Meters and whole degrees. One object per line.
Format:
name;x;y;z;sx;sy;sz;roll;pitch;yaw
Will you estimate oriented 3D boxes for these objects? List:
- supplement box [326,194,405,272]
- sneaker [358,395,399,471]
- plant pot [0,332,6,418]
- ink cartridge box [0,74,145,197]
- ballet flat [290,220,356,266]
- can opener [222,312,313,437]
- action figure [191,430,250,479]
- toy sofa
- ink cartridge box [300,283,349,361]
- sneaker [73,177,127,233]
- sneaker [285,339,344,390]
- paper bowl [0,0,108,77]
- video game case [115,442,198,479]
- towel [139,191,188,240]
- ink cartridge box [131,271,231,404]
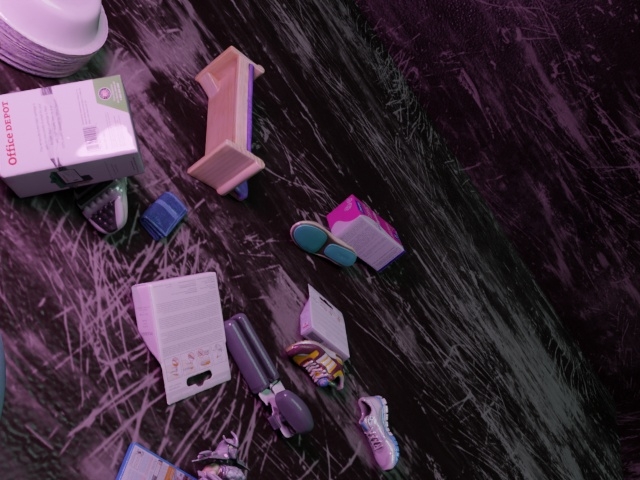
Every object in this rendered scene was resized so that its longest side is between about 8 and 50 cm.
supplement box;0.135;-0.019;1.805;0.220;0.114;0.111;34;25;-35
sneaker;0.131;0.472;1.479;0.083;0.071;0.190;20;41;-39
plant pot;-0.503;0.161;0.654;0.247;0.248;0.252;-44;120;-58
ink cartridge box;-0.434;-0.180;1.041;0.220;0.092;0.160;-13;72;-12
ballet flat;0.000;0.000;1.661;0.248;0.086;0.086;34;40;-39
can opener;-0.104;0.277;1.257;0.283;0.095;0.076;61;31;0
action figure;-0.156;0.470;1.020;0.185;0.099;0.284;40;41;-49
toy sofa;-0.210;-0.291;1.508;0.177;0.150;0.362;30;43;-38
ink cartridge box;0.005;0.212;1.539;0.145;0.045;0.179;43;17;-26
sneaker;-0.411;-0.150;1.160;0.118;0.110;0.292;14;55;-63
sneaker;-0.005;0.295;1.410;0.186;0.070;0.083;29;38;-40
paper bowl;-0.549;-0.475;1.172;0.284;0.148;0.284;34;42;-37
video game case;-0.265;0.424;0.987;0.166;0.015;0.119;44;35;-26
towel;-0.328;-0.055;1.265;0.067;0.029;0.119;50;33;-16
ink cartridge box;-0.264;0.182;1.169;0.181;0.056;0.224;-8;91;-57
